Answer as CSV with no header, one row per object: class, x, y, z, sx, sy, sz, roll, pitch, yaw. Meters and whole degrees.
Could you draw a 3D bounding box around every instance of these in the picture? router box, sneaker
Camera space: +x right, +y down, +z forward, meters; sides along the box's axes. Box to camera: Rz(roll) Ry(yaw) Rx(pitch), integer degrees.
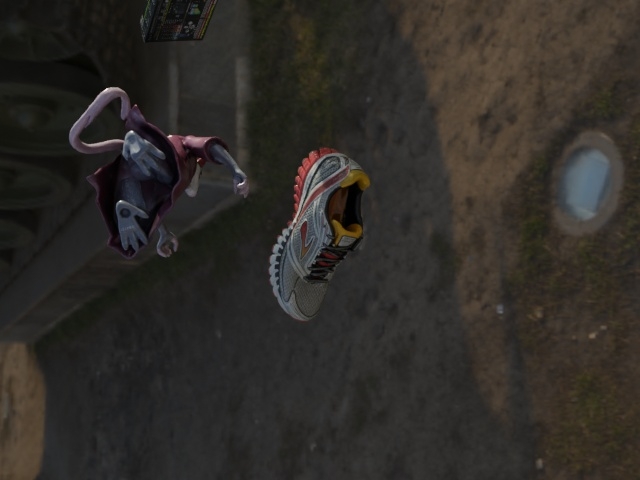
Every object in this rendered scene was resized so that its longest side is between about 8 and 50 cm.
router box,-0.203,-0.335,1.186,0.122,0.092,0.038,-46,56,59
sneaker,0.000,0.000,1.045,0.092,0.088,0.225,29,111,45

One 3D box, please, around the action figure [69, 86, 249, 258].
action figure,-0.294,-0.115,1.450,0.248,0.276,0.370,-40,10,15
